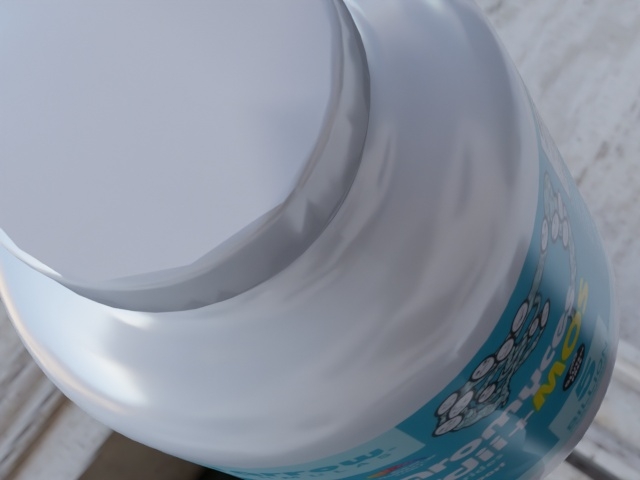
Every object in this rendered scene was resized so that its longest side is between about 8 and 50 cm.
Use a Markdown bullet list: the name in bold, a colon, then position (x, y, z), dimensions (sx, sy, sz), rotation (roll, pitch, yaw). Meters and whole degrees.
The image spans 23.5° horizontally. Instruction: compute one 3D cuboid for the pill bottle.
- **pill bottle**: position (0.000, 0.000, 0.448), dimensions (0.146, 0.146, 0.264), rotation (-56, -24, -2)
